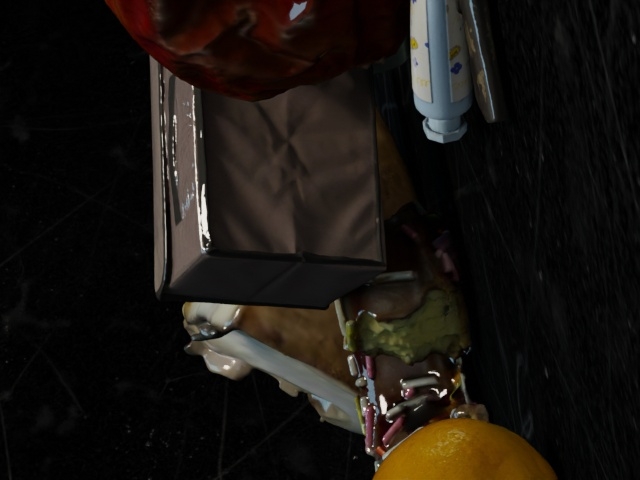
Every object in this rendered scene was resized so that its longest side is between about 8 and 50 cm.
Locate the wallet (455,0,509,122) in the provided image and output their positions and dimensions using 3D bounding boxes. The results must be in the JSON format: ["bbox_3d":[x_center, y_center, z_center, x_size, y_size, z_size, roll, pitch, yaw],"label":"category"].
[{"bbox_3d":[0.093,-0.154,0.976,0.082,0.018,0.156,-102,-1,-70],"label":"wallet"}]

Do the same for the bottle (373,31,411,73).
[{"bbox_3d":[0.029,-0.296,1.496,0.082,0.082,0.286,-102,0,-57],"label":"bottle"}]

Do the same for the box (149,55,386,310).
[{"bbox_3d":[-0.053,-0.076,1.475,0.153,0.188,0.252,147,125,-65],"label":"box"}]

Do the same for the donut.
[{"bbox_3d":[0.091,0.116,1.635,0.259,0.136,0.345,-108,7,-60],"label":"donut"}]

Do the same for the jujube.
[{"bbox_3d":[-0.048,-0.255,1.241,0.377,0.277,0.276,82,176,-70],"label":"jujube"}]

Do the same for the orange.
[{"bbox_3d":[0.108,0.204,1.117,0.136,0.159,0.159,-3,102,49],"label":"orange"}]

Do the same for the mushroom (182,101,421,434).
[{"bbox_3d":[0.041,0.004,1.877,0.224,0.314,0.397,-19,47,64],"label":"mushroom"}]

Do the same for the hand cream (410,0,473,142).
[{"bbox_3d":[0.082,-0.144,1.096,0.065,0.043,0.170,-97,-2,-50],"label":"hand cream"}]
